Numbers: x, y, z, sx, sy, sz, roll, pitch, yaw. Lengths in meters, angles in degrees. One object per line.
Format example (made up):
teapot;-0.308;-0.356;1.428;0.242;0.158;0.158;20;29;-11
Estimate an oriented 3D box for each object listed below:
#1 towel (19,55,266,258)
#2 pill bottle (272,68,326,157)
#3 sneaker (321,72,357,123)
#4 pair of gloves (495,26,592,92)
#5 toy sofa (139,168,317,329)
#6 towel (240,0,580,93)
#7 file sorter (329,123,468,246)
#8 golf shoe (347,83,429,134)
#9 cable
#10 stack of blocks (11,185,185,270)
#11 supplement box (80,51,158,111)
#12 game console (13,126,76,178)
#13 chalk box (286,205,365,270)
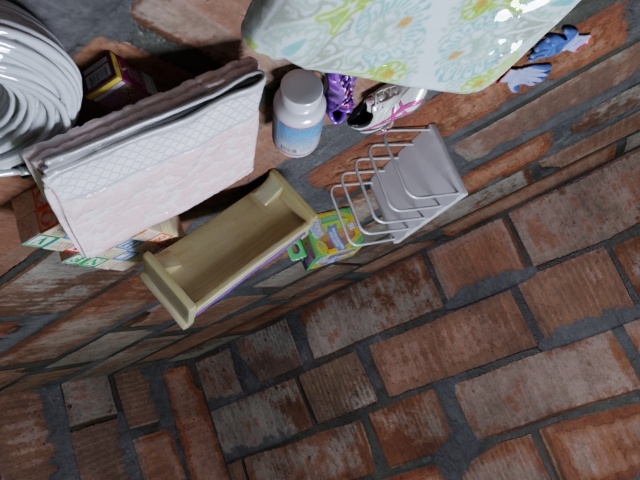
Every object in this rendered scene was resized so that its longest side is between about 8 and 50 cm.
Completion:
towel;-0.235;-0.109;0.798;0.332;0.053;0.317;-31;169;-20
pill bottle;-0.037;-0.211;0.884;0.087;0.087;0.160;-18;165;-12
sneaker;0.040;-0.253;0.875;0.069;0.071;0.170;-19;164;-10
pair of gloves;0.470;-0.379;1.128;0.160;0.023;0.198;-12;162;-31
toy sofa;-0.192;0.021;1.137;0.363;0.150;0.177;-38;171;-29
towel;0.145;-0.292;0.561;0.375;0.090;0.320;-3;152;-36
file sorter;0.170;-0.124;1.286;0.173;0.192;0.278;-9;161;-32
golf shoe;0.128;-0.257;0.991;0.086;0.067;0.186;-7;160;-40
cable;-0.390;-0.156;0.562;0.257;0.089;0.257;-15;163;-37
stack of blocks;-0.417;-0.027;1.001;0.171;0.087;0.297;-25;165;14
supplement box;-0.260;-0.200;0.692;0.055;0.043;0.083;-26;164;16
game console;-0.392;-0.148;0.759;0.122;0.071;0.107;-25;-165;15
chalk box;0.000;0.000;1.598;0.213;0.132;0.132;-17;165;-23
